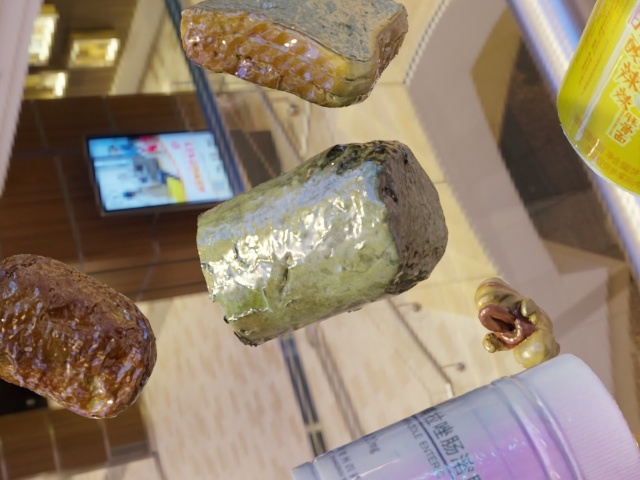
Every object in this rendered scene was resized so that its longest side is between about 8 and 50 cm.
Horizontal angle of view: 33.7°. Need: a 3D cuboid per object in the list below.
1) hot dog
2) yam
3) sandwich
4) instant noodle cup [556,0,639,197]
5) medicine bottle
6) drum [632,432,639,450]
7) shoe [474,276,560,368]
[{"bbox_3d":[-0.194,0.072,0.780,0.099,0.147,0.065,-62,14,4],"label":"hot dog"},{"bbox_3d":[0.000,0.000,1.289,0.300,0.195,0.195,-24,73,27],"label":"yam"},{"bbox_3d":[-0.021,-0.255,1.260,0.251,0.226,0.087,-60,-8,-57],"label":"sandwich"},{"bbox_3d":[0.277,-0.152,0.727,0.215,0.216,0.236,65,152,28],"label":"instant noodle cup"},{"bbox_3d":[0.119,0.205,0.856,0.152,0.254,0.152,157,90,-84],"label":"medicine bottle"},{"bbox_3d":[0.395,0.392,1.520,0.431,0.431,0.214,-13,62,61],"label":"drum"},{"bbox_3d":[0.207,0.094,1.139,0.072,0.069,0.109,-25,106,25],"label":"shoe"}]
